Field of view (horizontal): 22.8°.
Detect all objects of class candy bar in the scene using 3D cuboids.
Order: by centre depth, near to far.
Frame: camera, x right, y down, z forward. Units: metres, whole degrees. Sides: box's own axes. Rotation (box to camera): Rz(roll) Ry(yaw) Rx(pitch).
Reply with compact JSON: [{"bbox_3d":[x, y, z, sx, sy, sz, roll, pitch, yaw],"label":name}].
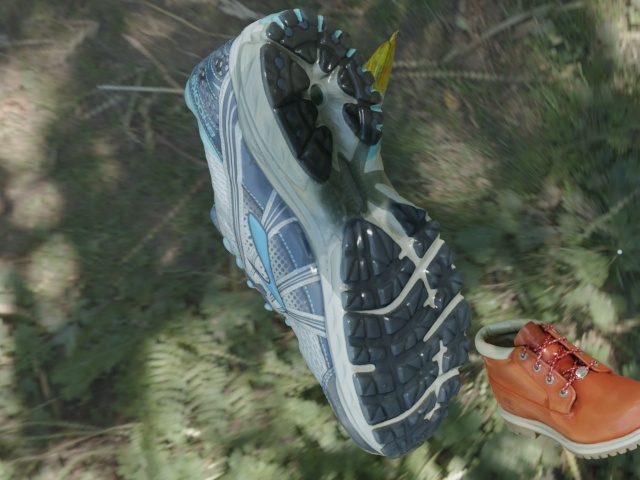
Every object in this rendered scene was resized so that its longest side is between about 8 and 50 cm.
[{"bbox_3d":[0.036,-0.104,1.225,0.018,0.161,0.040,29,134,-14],"label":"candy bar"}]

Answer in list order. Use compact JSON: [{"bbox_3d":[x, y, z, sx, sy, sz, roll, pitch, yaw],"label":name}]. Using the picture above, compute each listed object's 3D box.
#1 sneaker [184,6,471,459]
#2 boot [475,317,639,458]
[{"bbox_3d":[0.000,0.000,0.988,0.122,0.110,0.283,-9,101,49],"label":"sneaker"},{"bbox_3d":[0.166,0.096,1.071,0.059,0.158,0.084,-38,114,-28],"label":"boot"}]
